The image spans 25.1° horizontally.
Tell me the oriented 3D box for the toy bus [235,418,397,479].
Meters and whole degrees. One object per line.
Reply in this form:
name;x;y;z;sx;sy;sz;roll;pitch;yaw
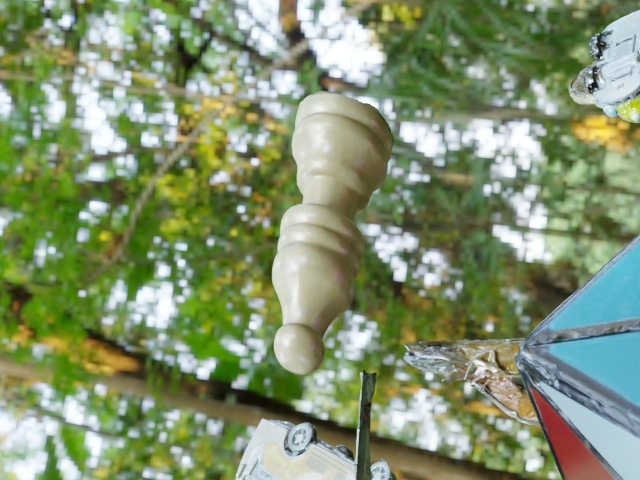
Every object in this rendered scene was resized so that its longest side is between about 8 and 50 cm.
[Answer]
toy bus;0.030;0.336;1.850;0.097;0.342;0.138;37;-103;-40

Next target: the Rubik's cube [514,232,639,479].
Rubik's cube;0.344;0.138;1.148;0.246;0.248;0.250;-40;-51;-18

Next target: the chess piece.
chess piece;0.000;0.000;1.614;0.139;0.124;0.307;120;165;-62

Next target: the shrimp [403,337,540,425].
shrimp;0.262;0.189;1.933;0.164;0.316;0.062;-65;-24;-54

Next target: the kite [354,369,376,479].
kite;0.036;0.307;1.362;0.406;0.014;0.369;6;-93;-51

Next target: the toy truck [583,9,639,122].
toy truck;0.289;-0.150;1.300;0.077;0.076;0.111;41;-132;-31

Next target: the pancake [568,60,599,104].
pancake;0.402;-0.227;1.928;0.025;0.151;0.152;58;-145;-18
